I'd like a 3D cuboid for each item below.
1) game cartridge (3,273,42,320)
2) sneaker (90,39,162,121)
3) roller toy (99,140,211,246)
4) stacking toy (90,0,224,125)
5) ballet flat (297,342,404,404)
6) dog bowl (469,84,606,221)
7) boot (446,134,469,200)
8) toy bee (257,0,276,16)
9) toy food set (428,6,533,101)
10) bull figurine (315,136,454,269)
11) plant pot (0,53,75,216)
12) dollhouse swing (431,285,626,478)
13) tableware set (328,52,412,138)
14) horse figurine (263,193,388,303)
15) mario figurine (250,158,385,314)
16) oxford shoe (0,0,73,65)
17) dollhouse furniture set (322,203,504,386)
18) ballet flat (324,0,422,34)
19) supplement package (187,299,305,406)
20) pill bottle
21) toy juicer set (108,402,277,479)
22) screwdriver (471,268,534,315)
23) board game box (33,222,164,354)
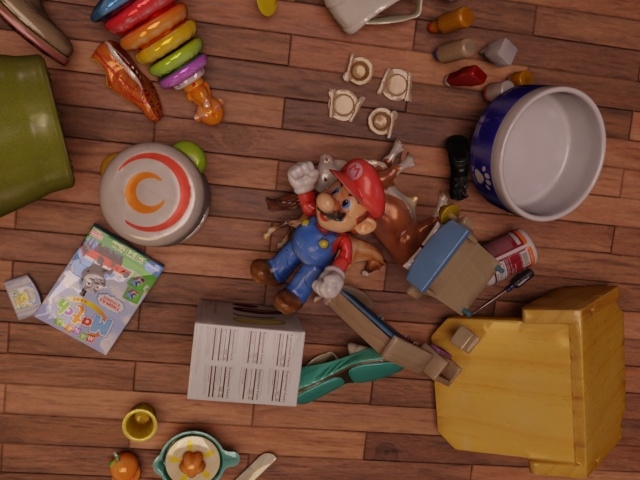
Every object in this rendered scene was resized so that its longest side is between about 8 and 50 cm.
[{"bbox_3d":[-0.581,0.111,1.377,0.056,0.017,0.083,-20,100,-9],"label":"game cartridge"},{"bbox_3d":[-0.367,-0.297,1.338,0.067,0.064,0.175,-34,96,18],"label":"sneaker"},{"bbox_3d":[-0.310,-0.083,1.322,0.209,0.146,0.191,-6,89,-1],"label":"roller toy"},{"bbox_3d":[-0.271,-0.347,1.304,0.175,0.165,0.302,-38,113,-13],"label":"stacking toy"},{"bbox_3d":[0.049,0.258,1.443,0.247,0.087,0.083,-19,143,3],"label":"ballet flat"},{"bbox_3d":[0.433,-0.176,1.395,0.264,0.104,0.265,-7,108,-23],"label":"dog bowl"},{"bbox_3d":[0.282,-0.147,1.435,0.045,0.121,0.099,-3,128,6],"label":"boot"},{"bbox_3d":[-0.071,-0.517,1.313,0.298,0.162,0.195,24,103,14],"label":"toy bee"},{"bbox_3d":[0.313,-0.358,1.415,0.232,0.104,0.111,31,79,-28],"label":"toy food set"},{"bbox_3d":[0.132,-0.085,1.400,0.188,0.101,0.310,-40,104,11],"label":"bull figurine"},{"bbox_3d":[-0.621,-0.173,1.189,0.352,0.366,0.367,-15,99,-17],"label":"plant pot"},{"bbox_3d":[0.455,0.286,1.520,0.315,0.305,0.347,-15,102,-48],"label":"dollhouse swing"},{"bbox_3d":[0.101,-0.294,1.415,0.168,0.020,0.141,18,95,-10],"label":"tableware set"},{"bbox_3d":[0.000,0.000,1.417,0.174,0.066,0.263,-35,104,5],"label":"horse figurine"},{"bbox_3d":[-0.014,-0.019,1.284,0.198,0.170,0.320,35,110,-9],"label":"mario figurine"},{"bbox_3d":[-0.553,-0.475,1.252,0.130,0.123,0.348,-41,102,-6],"label":"oxford shoe"},{"bbox_3d":[0.214,0.085,1.387,0.286,0.198,0.303,30,98,-46],"label":"dollhouse furniture set"},{"bbox_3d":[0.200,-0.512,1.359,0.400,0.139,0.139,-22,100,0],"label":"ballet flat"},{"bbox_3d":[-0.146,0.213,1.358,0.203,0.194,0.149,6,97,-9],"label":"supplement package"},{"bbox_3d":[0.367,0.042,1.462,0.152,0.086,0.086,-24,100,-4],"label":"pill bottle"},{"bbox_3d":[-0.276,0.483,1.430,0.329,0.089,0.209,25,93,-11],"label":"toy juicer set"},{"bbox_3d":[0.391,0.118,1.512,0.170,0.024,0.025,-39,130,5],"label":"screwdriver"},{"bbox_3d":[-0.433,0.097,1.377,0.160,0.039,0.211,33,93,-17],"label":"board game box"}]
